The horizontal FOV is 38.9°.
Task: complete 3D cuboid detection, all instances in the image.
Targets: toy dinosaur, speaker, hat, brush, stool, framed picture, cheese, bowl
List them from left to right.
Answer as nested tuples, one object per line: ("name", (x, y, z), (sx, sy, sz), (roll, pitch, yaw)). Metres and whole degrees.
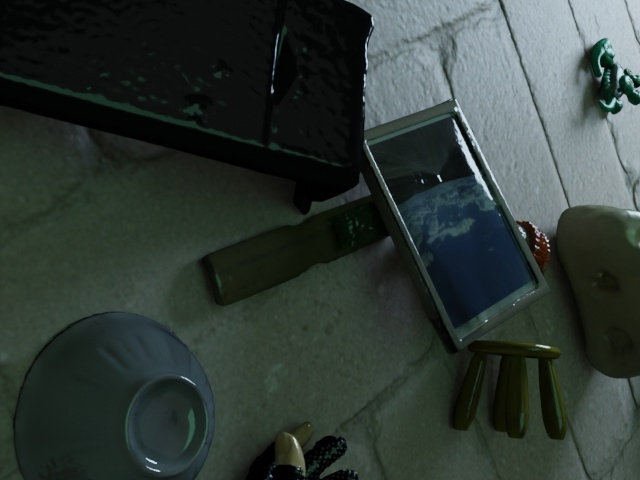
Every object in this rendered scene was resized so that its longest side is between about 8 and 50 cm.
("bowl", (-0.148, 0.152, 0.758), (0.189, 0.086, 0.189), (6, 81, -43))
("speaker", (-0.121, -0.143, 0.799), (0.388, 0.184, 0.180), (14, 74, -30))
("brush", (0.000, 0.000, 0.941), (0.282, 0.048, 0.054), (-21, 95, -41))
("framed picture", (0.146, -0.023, 1.011), (0.189, 0.023, 0.260), (-23, 87, -41))
("hat", (0.196, 0.002, 1.107), (0.162, 0.093, 0.112), (22, 59, -20))
("stool", (0.228, 0.178, 1.084), (0.135, 0.134, 0.111), (69, 25, -82))
("toy dinosaur", (0.438, -0.242, 1.368), (0.096, 0.059, 0.132), (36, 53, -24))
("cheese", (0.453, 0.026, 1.271), (0.248, 0.173, 0.251), (-40, 106, -36))

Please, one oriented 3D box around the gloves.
("gloves", (-0.031, 0.256, 0.861), (0.129, 0.106, 0.181), (45, 29, -31))
